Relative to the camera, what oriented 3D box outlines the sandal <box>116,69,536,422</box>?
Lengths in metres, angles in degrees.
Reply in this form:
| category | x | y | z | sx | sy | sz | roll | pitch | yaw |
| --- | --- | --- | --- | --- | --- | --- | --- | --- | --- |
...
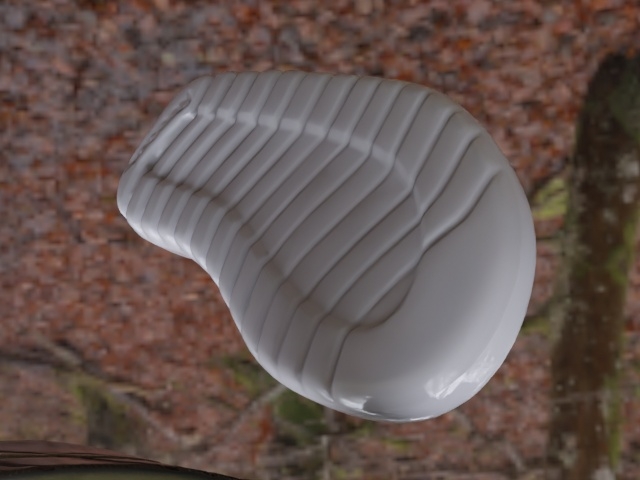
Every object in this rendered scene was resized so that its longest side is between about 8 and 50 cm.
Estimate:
| category | x | y | z | sx | sy | sz | roll | pitch | yaw |
| --- | --- | --- | --- | --- | --- | --- | --- | --- | --- |
| sandal | 0.009 | -0.013 | 0.791 | 0.102 | 0.169 | 0.416 | 34 | -179 | -33 |

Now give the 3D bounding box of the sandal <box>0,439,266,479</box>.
| category | x | y | z | sx | sy | sz | roll | pitch | yaw |
| --- | --- | --- | --- | --- | --- | --- | --- | --- | --- |
| sandal | -0.064 | 0.135 | 0.563 | 0.302 | 0.086 | 0.120 | 12 | 171 | -24 |
